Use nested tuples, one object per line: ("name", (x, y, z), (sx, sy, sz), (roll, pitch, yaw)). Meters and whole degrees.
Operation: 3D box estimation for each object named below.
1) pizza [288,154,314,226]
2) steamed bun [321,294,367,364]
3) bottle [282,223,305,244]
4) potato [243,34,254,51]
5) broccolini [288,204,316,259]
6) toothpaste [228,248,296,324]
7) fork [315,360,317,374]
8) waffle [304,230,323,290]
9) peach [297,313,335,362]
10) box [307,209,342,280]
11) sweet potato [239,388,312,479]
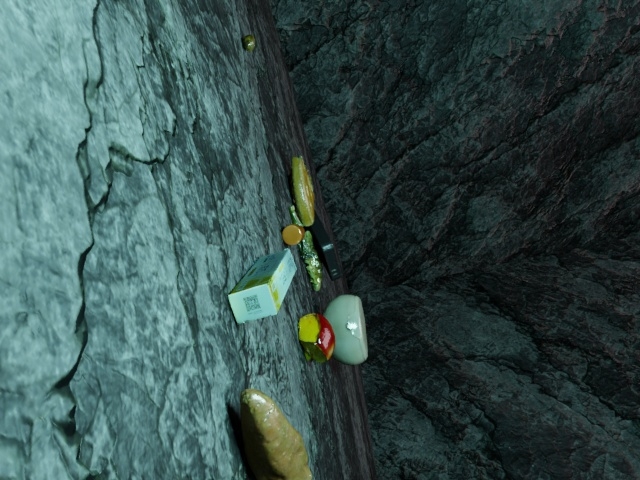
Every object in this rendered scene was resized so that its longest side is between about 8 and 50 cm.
("pizza", (-0.077, -0.203, 2.081), (0.229, 0.082, 0.289), (-31, 109, -78))
("steamed bun", (0.090, 0.364, 2.026), (0.283, 0.177, 0.282), (-9, 90, -82))
("bottle", (-0.086, -0.024, 1.698), (0.187, 0.069, 0.069), (-45, 123, -85))
("potato", (-0.240, -0.662, 1.681), (0.083, 0.040, 0.051), (-104, -159, -60))
("broccolini", (-0.083, -0.026, 1.908), (0.067, 0.058, 0.216), (3, -62, 60))
("toothpaste", (-0.113, 0.089, 1.064), (0.313, 0.089, 0.071), (-71, 143, -79))
("fork", (-0.012, 0.373, 1.786), (0.039, 0.021, 0.235), (68, 10, -45))
("waffle", (-0.028, 0.084, 2.099), (0.204, 0.054, 0.223), (-95, 170, -55))
("peach", (-0.011, 0.302, 1.555), (0.118, 0.151, 0.151), (-42, 133, -30))
("box", (0.000, 0.000, 2.186), (0.350, 0.058, 0.211), (-118, -170, -51))
("sweet potato", (-0.077, 0.339, 0.827), (0.097, 0.097, 0.251), (-92, 169, -62))
